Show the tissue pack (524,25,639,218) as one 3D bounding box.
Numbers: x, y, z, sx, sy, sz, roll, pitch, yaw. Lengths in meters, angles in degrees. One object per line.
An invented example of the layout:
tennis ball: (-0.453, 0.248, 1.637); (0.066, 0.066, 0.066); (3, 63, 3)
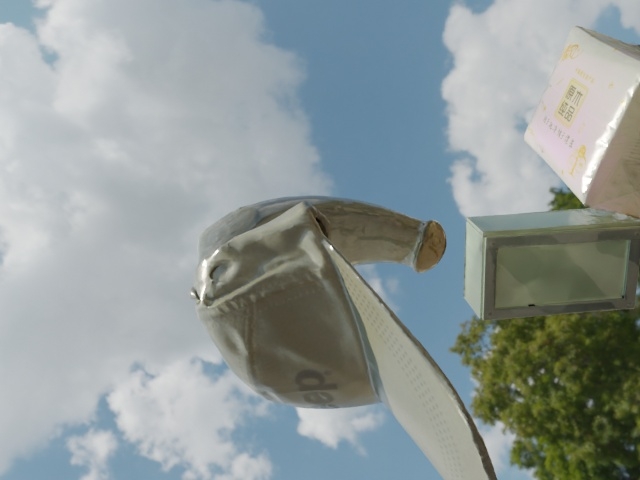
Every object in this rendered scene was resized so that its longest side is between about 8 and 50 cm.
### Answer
tissue pack: (0.388, -0.163, 0.849); (0.124, 0.225, 0.184); (13, -62, -11)

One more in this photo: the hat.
hat: (0.011, 0.105, 0.434); (0.149, 0.244, 0.214); (-26, -39, 4)

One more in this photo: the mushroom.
mushroom: (0.000, 0.000, 0.708); (0.270, 0.118, 0.103); (-11, -40, -1)

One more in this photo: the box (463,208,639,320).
box: (0.326, 0.031, 0.901); (0.225, 0.086, 0.129); (-4, -72, -4)
